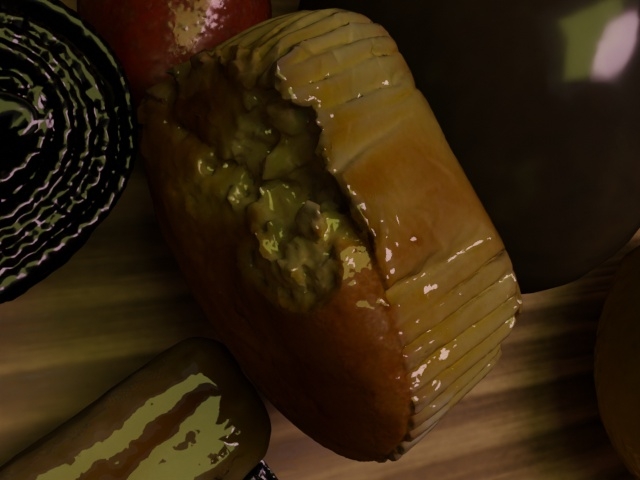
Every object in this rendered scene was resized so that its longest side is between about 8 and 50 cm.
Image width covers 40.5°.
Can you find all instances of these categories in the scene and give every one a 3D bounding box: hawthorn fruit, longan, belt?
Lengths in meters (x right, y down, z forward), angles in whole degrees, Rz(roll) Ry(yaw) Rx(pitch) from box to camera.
[{"bbox_3d":[-0.100,-0.136,0.589,0.132,0.133,0.138,15,70,-24],"label":"hawthorn fruit"},{"bbox_3d":[0.116,-0.134,0.616,0.288,0.288,0.350,4,66,-27],"label":"longan"},{"bbox_3d":[-0.238,-0.029,0.463,0.289,0.164,0.184,-38,100,-28],"label":"belt"}]

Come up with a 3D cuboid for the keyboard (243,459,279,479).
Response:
[{"bbox_3d":[-0.040,0.199,0.585,0.072,0.023,0.231,-38,95,-33],"label":"keyboard"}]

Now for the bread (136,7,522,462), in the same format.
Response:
[{"bbox_3d":[0.000,0.000,0.498,0.133,0.179,0.250,-32,107,-32],"label":"bread"}]

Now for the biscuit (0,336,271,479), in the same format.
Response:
[{"bbox_3d":[-0.116,0.222,0.499,0.290,0.062,0.237,-38,94,-23],"label":"biscuit"}]

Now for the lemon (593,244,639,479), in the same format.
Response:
[{"bbox_3d":[0.349,0.092,0.690,0.284,0.260,0.260,-44,98,-16],"label":"lemon"}]
